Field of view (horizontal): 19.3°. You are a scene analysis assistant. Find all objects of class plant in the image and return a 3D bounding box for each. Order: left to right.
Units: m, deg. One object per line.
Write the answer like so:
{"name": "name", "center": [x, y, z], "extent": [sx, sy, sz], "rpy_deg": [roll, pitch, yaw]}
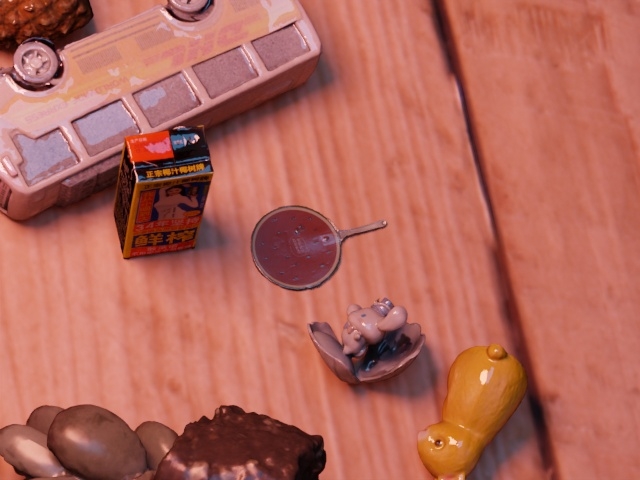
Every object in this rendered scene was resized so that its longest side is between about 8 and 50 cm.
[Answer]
{"name": "plant", "center": [-0.136, 0.205, 1.548], "extent": [0.274, 0.149, 0.146], "rpy_deg": [6, 22, 10]}

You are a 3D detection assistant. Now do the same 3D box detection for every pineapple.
{"name": "pineapple", "center": [-0.312, -0.215, 1.726], "extent": [0.197, 0.108, 0.108], "rpy_deg": [-18, 71, -3]}

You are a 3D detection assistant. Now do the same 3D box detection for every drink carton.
{"name": "drink carton", "center": [-0.138, -0.043, 1.636], "extent": [0.071, 0.166, 0.056], "rpy_deg": [-11, 69, -15]}

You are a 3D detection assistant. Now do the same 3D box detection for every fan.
{"name": "fan", "center": [0.000, 0.000, 1.731], "extent": [0.133, 0.005, 0.085], "rpy_deg": [-15, 70, -15]}

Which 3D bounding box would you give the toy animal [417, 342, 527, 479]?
{"name": "toy animal", "center": [0.124, 0.170, 1.644], "extent": [0.070, 0.083, 0.159], "rpy_deg": [24, 74, 9]}

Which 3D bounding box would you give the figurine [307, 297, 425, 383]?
{"name": "figurine", "center": [0.043, 0.084, 1.666], "extent": [0.086, 0.094, 0.082], "rpy_deg": [-35, 117, 6]}

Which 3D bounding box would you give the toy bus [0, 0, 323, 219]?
{"name": "toy bus", "center": [-0.170, -0.140, 1.716], "extent": [0.342, 0.097, 0.138], "rpy_deg": [-28, 81, -21]}
